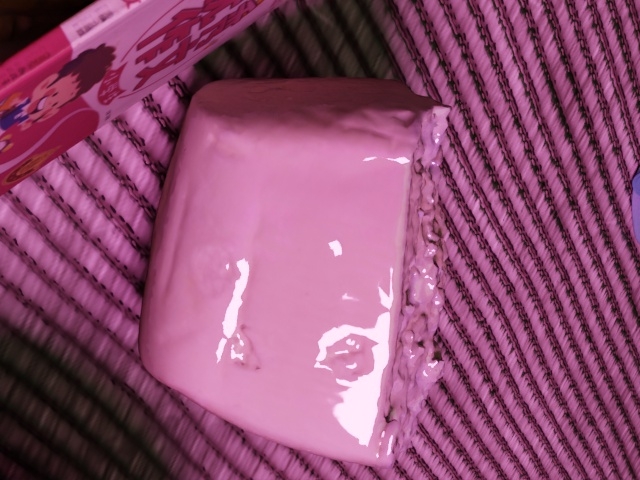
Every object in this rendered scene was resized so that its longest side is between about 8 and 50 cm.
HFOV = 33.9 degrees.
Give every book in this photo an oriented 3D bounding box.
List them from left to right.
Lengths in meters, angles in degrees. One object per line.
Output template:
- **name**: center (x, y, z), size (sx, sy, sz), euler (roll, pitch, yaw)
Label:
- **book**: center (-0.095, -0.106, 0.561), size (0.232, 0.162, 0.022), euler (-37, 90, -16)

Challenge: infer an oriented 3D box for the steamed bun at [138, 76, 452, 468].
- **steamed bun**: center (0.000, 0.000, 0.672), size (0.170, 0.200, 0.226), euler (-47, 153, -71)

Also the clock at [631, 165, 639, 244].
- **clock**: center (0.346, -0.062, 1.006), size (0.108, 0.045, 0.147), euler (-36, 132, -19)

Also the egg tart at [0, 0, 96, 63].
- **egg tart**: center (-0.118, -0.232, 0.473), size (0.341, 0.129, 0.341), euler (-21, 127, -31)
